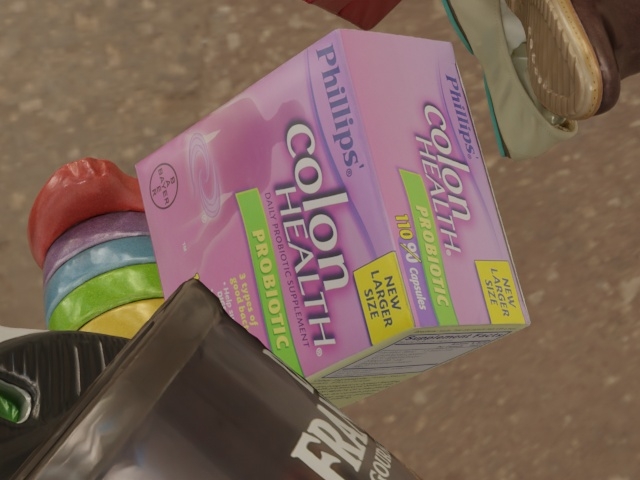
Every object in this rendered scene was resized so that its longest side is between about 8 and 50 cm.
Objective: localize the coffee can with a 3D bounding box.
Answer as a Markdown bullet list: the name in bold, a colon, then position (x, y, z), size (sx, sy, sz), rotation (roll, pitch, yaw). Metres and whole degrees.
- **coffee can**: position (-0.006, 0.177, 0.586), size (0.275, 0.201, 0.201), rotation (41, 117, -4)

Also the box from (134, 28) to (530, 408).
- **box**: position (0.000, 0.000, 1.207), size (0.243, 0.117, 0.213), rotation (-28, 69, 42)

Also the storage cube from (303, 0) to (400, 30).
- **storage cube**: position (0.024, -0.327, 1.493), size (0.193, 0.184, 0.215), rotation (-44, 77, 13)

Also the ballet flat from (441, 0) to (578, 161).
- **ballet flat**: position (0.167, -0.169, 1.444), size (0.086, 0.086, 0.248), rotation (1, 140, 27)

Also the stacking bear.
- **stacking bear**: position (-0.162, 0.093, 1.538), size (0.164, 0.175, 0.289), rotation (-47, 49, 34)

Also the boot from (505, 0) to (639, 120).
- **boot**: position (0.257, -0.166, 1.276), size (0.207, 0.248, 0.090), rotation (-1, 120, -4)

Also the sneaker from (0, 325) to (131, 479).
- **sneaker**: position (-0.261, 0.117, 0.873), size (0.448, 0.169, 0.257), rotation (27, 135, -21)
